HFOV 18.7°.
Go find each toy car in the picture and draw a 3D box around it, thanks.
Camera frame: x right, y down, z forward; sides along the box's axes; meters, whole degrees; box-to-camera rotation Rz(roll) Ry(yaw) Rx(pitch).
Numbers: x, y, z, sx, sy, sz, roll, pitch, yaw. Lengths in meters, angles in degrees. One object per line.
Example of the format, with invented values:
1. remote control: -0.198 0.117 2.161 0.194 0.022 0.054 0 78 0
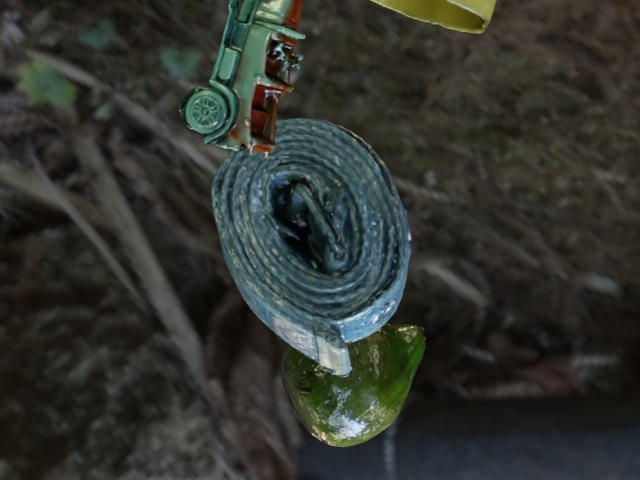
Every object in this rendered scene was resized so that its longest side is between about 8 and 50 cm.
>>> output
1. toy car: -0.041 -0.127 1.250 0.073 0.054 0.143 10 98 -68

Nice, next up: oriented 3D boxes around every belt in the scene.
1. belt: -0.005 -0.007 1.417 0.147 0.163 0.082 -51 165 -12

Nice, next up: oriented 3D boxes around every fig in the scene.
1. fig: 0.042 0.127 1.879 0.156 0.123 0.123 -24 133 -16

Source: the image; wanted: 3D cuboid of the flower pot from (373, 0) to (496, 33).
1. flower pot: 0.101 -0.309 1.812 0.195 0.195 0.179 24 88 -45
